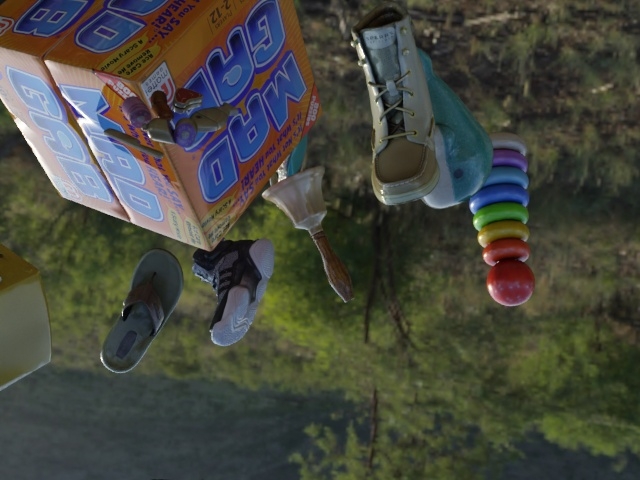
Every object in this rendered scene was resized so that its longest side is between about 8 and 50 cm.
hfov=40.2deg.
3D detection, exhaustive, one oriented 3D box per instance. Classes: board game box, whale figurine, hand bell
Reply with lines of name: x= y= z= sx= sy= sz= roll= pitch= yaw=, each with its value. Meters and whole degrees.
board game box: x=-0.266 y=-0.267 z=1.436 sx=0.356 sy=0.356 sz=0.356 roll=18 pitch=147 yaw=28
whale figurine: x=0.193 y=-0.189 z=1.401 sx=0.141 sy=0.272 sz=0.216 roll=-16 pitch=-164 yaw=0
hand bell: x=0.000 y=0.000 z=1.585 sx=0.126 sy=0.242 sz=0.126 roll=-25 pitch=176 yaw=-2

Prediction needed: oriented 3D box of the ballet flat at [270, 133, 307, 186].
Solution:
ballet flat: x=-0.080 y=-0.161 z=1.977 sx=0.077 sy=0.091 sz=0.241 roll=21 pitch=132 yaw=17

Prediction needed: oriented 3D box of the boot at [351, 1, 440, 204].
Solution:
boot: x=0.079 y=-0.152 z=0.946 sx=0.077 sy=0.213 sz=0.165 roll=-8 pitch=124 yaw=15

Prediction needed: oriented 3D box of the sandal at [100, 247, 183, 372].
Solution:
sandal: x=-0.398 y=0.164 z=1.970 sx=0.120 sy=0.302 sz=0.086 roll=24 pitch=180 yaw=-6

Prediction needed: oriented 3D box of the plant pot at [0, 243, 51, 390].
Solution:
plant pot: x=-0.566 y=0.111 z=1.401 sx=0.212 sy=0.187 sz=0.212 roll=31 pitch=-149 yaw=16

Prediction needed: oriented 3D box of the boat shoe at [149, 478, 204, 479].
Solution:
boat shoe: x=-0.238 y=0.505 z=1.704 sx=0.224 sy=0.073 sz=0.080 roll=0 pitch=-164 yaw=13

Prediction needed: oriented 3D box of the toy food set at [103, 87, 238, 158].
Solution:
toy food set: x=-0.130 y=-0.111 z=0.758 sx=0.078 sy=0.019 sz=0.122 roll=24 pitch=-146 yaw=11

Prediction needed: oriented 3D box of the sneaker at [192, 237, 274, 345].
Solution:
sneaker: x=-0.203 y=0.097 z=1.797 sx=0.153 sy=0.268 sz=0.101 roll=9 pitch=139 yaw=17

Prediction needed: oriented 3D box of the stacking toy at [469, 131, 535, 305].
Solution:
stacking toy: x=0.352 y=-0.035 z=1.677 sx=0.141 sy=0.330 sz=0.141 roll=-5 pitch=160 yaw=-2
